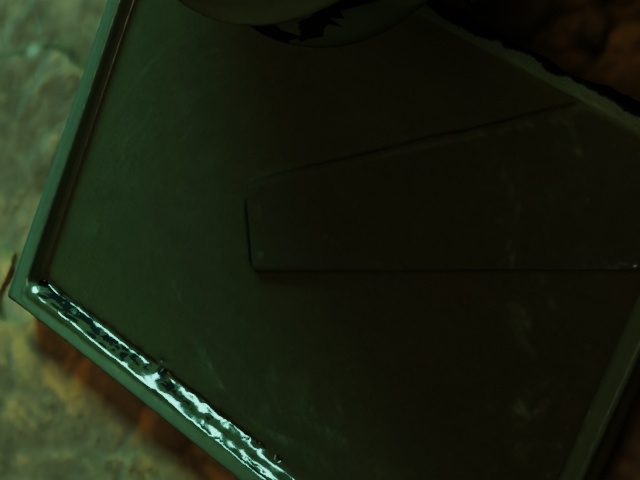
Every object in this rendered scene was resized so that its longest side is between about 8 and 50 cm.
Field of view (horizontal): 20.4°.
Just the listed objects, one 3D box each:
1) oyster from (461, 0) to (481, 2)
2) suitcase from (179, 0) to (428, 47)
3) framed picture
[{"bbox_3d":[0.066,-0.129,0.588,0.166,0.053,0.108,-20,84,25],"label":"oyster"},{"bbox_3d":[0.050,-0.217,0.496,0.351,0.194,0.339,-39,58,9],"label":"suitcase"},{"bbox_3d":[0.001,0.000,0.627,0.265,0.018,0.192,34,113,33],"label":"framed picture"}]
